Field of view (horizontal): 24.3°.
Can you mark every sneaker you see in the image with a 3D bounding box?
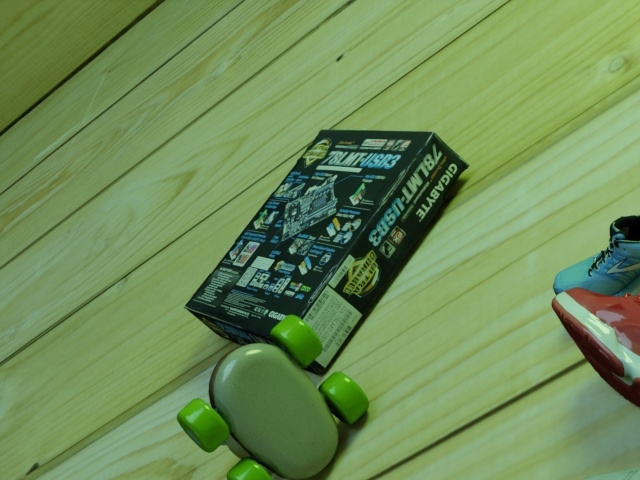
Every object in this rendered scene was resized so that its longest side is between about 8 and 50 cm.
[{"bbox_3d":[0.265,0.007,1.284,0.162,0.073,0.063,-29,30,36],"label":"sneaker"},{"bbox_3d":[0.285,0.070,1.170,0.128,0.087,0.221,-40,36,-5],"label":"sneaker"}]

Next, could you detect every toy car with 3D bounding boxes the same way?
[{"bbox_3d":[-0.067,0.174,1.521,0.155,0.149,0.188,-42,9,-18],"label":"toy car"}]

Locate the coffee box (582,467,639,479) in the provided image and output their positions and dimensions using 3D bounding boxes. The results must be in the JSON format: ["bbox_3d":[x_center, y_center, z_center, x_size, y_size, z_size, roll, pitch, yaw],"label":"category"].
[{"bbox_3d":[0.171,0.256,0.872,0.168,0.118,0.297,-21,11,48],"label":"coffee box"}]

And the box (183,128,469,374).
[{"bbox_3d":[0.000,0.000,1.740,0.293,0.073,0.295,-52,24,-13],"label":"box"}]
